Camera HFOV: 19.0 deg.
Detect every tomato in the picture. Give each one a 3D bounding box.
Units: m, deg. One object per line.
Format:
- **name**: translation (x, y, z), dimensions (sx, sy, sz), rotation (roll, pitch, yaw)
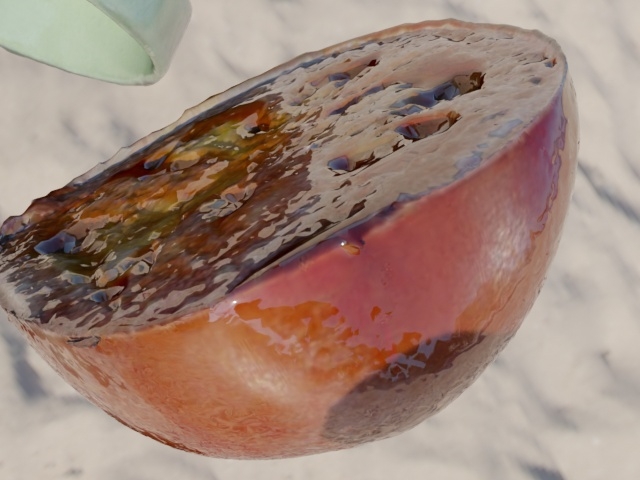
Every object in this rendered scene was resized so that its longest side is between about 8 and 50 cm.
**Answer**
- **tomato**: translation (0.000, 0.012, 0.986), dimensions (0.338, 0.338, 0.143), rotation (-48, 121, -44)

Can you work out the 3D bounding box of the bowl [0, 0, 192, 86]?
- **bowl**: translation (-0.212, -0.239, 1.271), dimensions (0.307, 0.307, 0.163), rotation (28, 83, -23)
